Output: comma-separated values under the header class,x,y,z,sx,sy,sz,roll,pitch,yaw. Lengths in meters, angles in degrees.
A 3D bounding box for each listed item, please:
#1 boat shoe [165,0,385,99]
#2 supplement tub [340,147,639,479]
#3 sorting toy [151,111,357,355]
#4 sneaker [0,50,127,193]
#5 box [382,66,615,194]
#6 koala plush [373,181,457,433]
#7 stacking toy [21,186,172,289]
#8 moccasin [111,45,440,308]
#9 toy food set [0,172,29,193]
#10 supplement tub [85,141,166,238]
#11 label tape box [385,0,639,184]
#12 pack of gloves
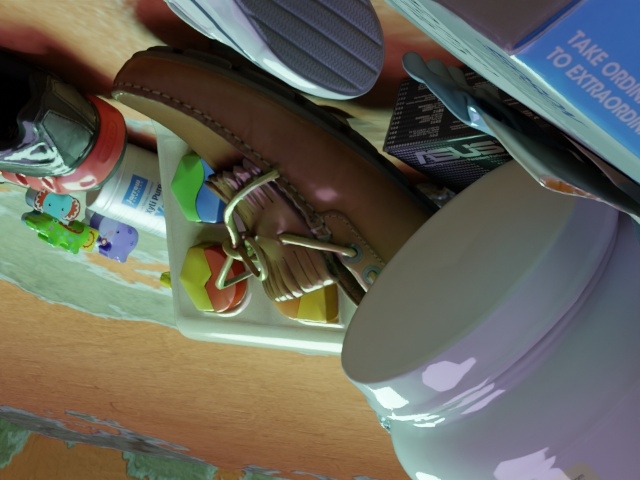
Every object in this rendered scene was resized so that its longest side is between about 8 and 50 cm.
class,x,y,z,sx,sy,sz,roll,pitch,yaw
boat shoe,-0.056,-0.164,0.889,0.226,0.083,0.076,39,164,-32
supplement tub,0.194,0.122,0.967,0.325,0.235,0.235,45,154,-16
sorting toy,-0.054,-0.004,1.222,0.193,0.208,0.038,4,-161,32
sneaker,-0.302,-0.103,1.232,0.276,0.098,0.135,5,161,24
box,0.212,-0.057,1.016,0.216,0.060,0.270,27,159,-37
koala plush,0.102,0.077,1.262,0.203,0.221,0.196,13,164,5
stacking toy,-0.222,-0.019,1.396,0.167,0.052,0.221,24,-179,43
moccasin,-0.001,0.000,1.100,0.380,0.147,0.139,39,175,-13
toy food set,-0.300,-0.083,1.436,0.078,0.019,0.122,16,156,-6
supplement tub,-0.150,-0.042,1.348,0.107,0.071,0.071,20,162,-22
label tape box,0.140,-0.085,0.622,0.249,0.115,0.348,30,-169,-42
pack of gloves,0.141,-0.023,0.796,0.195,0.046,0.232,21,-164,-24
